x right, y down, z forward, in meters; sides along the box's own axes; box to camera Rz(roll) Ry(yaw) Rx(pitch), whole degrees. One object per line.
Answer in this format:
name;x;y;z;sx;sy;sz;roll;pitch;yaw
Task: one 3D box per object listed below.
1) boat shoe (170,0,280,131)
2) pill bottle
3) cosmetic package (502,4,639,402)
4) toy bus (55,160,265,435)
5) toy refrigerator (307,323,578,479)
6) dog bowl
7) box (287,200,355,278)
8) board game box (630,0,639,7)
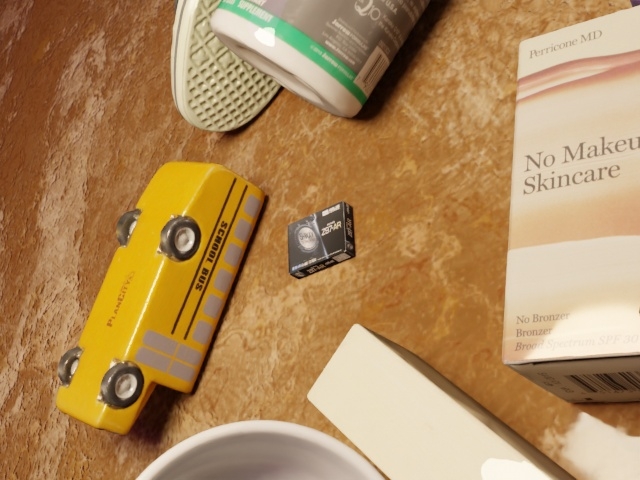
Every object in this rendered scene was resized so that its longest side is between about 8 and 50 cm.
boat shoe;-0.101;-0.388;1.117;0.156;0.187;0.500;32;117;52
pill bottle;0.049;-0.341;1.008;0.204;0.204;0.361;33;91;46
cosmetic package;0.247;-0.028;0.712;0.153;0.129;0.296;-12;60;37
toy bus;-0.190;0.067;1.051;0.108;0.130;0.332;8;74;43
toy refrigerator;0.112;0.185;0.737;0.269;0.102;0.094;35;93;46
dog bowl;-0.052;0.288;0.709;0.104;0.265;0.265;116;159;-61
box;0.000;0.000;0.998;0.083;0.018;0.067;-22;55;32
board game box;0.376;-0.242;0.749;0.170;0.048;0.141;-51;44;-9
